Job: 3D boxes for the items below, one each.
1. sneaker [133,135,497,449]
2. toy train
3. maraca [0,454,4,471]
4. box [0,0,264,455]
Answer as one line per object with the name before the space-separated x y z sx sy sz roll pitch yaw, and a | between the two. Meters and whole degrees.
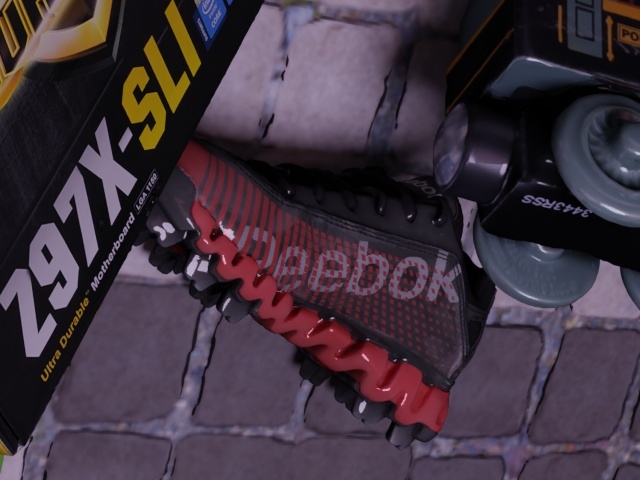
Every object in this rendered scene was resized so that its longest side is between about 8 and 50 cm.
sneaker | 0.000 0.000 1.071 0.276 0.098 0.135 38 88 -38
toy train | 0.219 -0.051 1.091 0.334 0.142 0.190 13 59 -16
maraca | -0.221 0.067 0.966 0.127 0.099 0.185 -15 90 -31
box | -0.135 -0.112 0.834 0.322 0.079 0.257 -65 150 -32
